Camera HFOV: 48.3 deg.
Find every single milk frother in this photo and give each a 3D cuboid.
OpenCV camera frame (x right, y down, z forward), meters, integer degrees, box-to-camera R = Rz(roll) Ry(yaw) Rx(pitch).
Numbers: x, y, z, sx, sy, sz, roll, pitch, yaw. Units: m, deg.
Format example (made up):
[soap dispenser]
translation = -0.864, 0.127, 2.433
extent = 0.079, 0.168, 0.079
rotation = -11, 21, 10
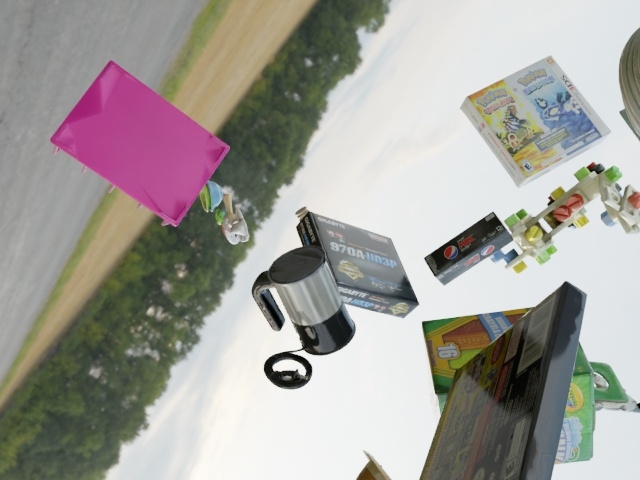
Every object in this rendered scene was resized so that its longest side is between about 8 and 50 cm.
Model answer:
[milk frother]
translation = -0.031, 0.106, 0.965
extent = 0.129, 0.135, 0.143
rotation = -17, -150, 11

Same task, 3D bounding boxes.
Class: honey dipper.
[honey dipper]
translation = 0.000, 0.000, 1.517
extent = 0.030, 0.161, 0.030
rotation = -30, -163, 10

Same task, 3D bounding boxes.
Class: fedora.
[fedora]
translation = 0.142, 0.620, 1.807
extent = 0.079, 0.194, 0.194
rotation = -38, -171, -9

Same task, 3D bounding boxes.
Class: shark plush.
[shark plush]
translation = 0.570, 0.307, 1.388
extent = 0.067, 0.161, 0.073
rotation = 96, -2, -63

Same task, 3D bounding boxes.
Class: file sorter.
[file sorter]
translation = -0.384, -0.187, 1.501
extent = 0.202, 0.290, 0.182
rotation = -59, -163, -15

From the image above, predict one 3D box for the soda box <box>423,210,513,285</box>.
[soda box]
translation = 0.294, 0.017, 1.420
extent = 0.169, 0.060, 0.053
rotation = -34, -125, 12

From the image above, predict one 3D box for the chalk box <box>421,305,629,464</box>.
[chalk box]
translation = 0.316, 0.224, 1.102
extent = 0.289, 0.179, 0.180
rotation = -10, -151, 4

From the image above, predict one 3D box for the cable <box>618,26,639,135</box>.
[cable]
translation = 0.462, -0.167, 0.794
extent = 0.257, 0.257, 0.089
rotation = -29, 162, -21

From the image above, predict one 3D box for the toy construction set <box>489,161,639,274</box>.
[toy construction set]
translation = 0.501, -0.052, 1.441
extent = 0.215, 0.151, 0.327
rotation = -26, 180, -45

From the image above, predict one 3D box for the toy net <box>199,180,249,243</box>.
[toy net]
translation = -0.204, -0.041, 1.498
extent = 0.232, 0.045, 0.122
rotation = -131, -145, -54

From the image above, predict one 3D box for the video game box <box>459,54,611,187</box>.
[video game box]
translation = 0.388, -0.218, 1.287
extent = 0.205, 0.187, 0.048
rotation = -28, 163, -17

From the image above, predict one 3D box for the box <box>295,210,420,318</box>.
[box]
translation = 0.070, 0.048, 1.345
extent = 0.051, 0.220, 0.175
rotation = -47, -136, 30

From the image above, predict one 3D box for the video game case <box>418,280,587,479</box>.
[video game case]
translation = 0.196, 0.207, 0.815
extent = 0.275, 0.035, 0.248
rotation = -59, -178, -42

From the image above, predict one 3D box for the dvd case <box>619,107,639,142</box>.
[dvd case]
translation = 0.450, -0.149, 0.915
extent = 0.087, 0.013, 0.119
rotation = -30, -133, 20
